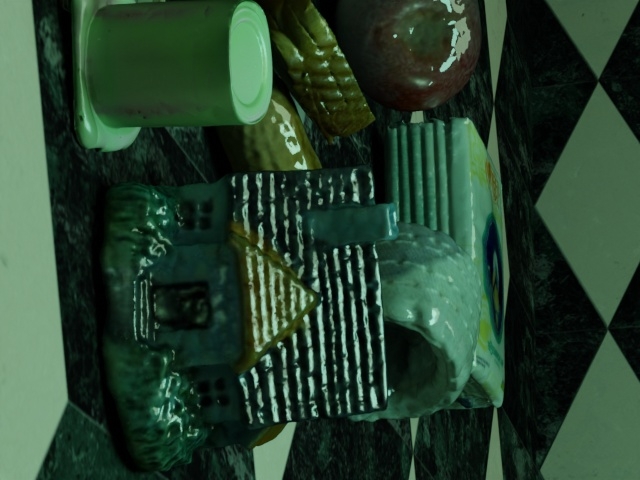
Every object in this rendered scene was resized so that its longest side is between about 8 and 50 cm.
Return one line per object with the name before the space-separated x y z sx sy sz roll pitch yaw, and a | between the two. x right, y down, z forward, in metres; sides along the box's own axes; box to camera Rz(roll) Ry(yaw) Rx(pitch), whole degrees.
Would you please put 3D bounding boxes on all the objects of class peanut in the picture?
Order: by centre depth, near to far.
peanut | -0.059 -0.099 1.723 0.108 0.095 0.226 50 -15 56

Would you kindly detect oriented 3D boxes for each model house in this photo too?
model house | -0.048 0.068 1.448 0.226 0.241 0.261 -3 88 -76

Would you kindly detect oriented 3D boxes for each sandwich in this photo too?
sandwich | -0.035 -0.228 1.729 0.215 0.065 0.186 58 -1 41

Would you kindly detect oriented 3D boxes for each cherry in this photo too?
cherry | 0.112 -0.299 2.217 0.239 0.206 0.239 58 -16 29

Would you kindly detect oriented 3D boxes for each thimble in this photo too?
thimble | 0.093 0.111 1.976 0.250 0.205 0.172 104 -2 -47

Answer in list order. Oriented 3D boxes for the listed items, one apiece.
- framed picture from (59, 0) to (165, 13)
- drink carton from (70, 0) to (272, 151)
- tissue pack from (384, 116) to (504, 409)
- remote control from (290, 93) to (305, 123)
framed picture | -0.189 -0.268 1.466 0.231 0.010 0.173 17 69 -73
drink carton | -0.124 -0.153 1.398 0.144 0.142 0.146 -20 108 -73
tissue pack | 0.188 0.043 2.413 0.287 0.162 0.388 49 39 -69
remote control | -0.028 -0.181 1.968 0.184 0.027 0.050 -79 158 -47
